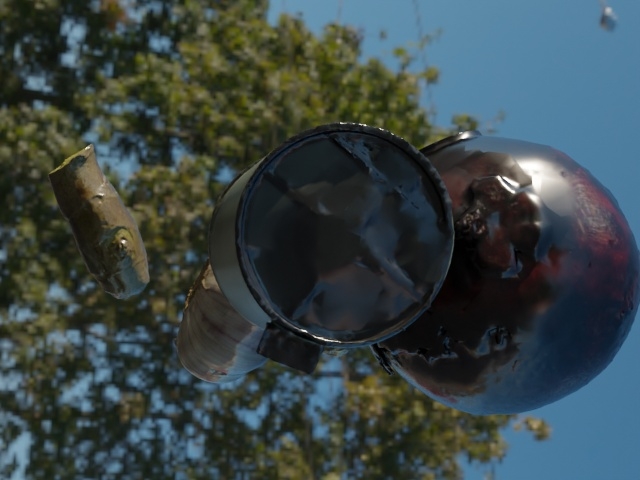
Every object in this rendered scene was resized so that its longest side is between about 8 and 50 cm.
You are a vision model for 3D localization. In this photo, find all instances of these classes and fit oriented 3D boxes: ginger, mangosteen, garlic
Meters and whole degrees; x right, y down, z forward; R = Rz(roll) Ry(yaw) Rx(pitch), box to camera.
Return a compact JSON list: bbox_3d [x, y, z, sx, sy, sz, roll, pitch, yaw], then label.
[{"bbox_3d":[-0.360,-0.024,1.996,0.116,0.109,0.263,-59,129,-67],"label":"ginger"},{"bbox_3d":[0.210,0.040,1.604,0.421,0.380,0.381,177,-83,-75],"label":"mangosteen"},{"bbox_3d":[-0.068,0.107,1.742,0.245,0.253,0.245,-157,-90,-87],"label":"garlic"}]

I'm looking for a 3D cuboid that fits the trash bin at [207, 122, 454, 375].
[{"bbox_3d":[0.000,0.000,1.277,0.277,0.217,0.262,-66,-171,-8],"label":"trash bin"}]
